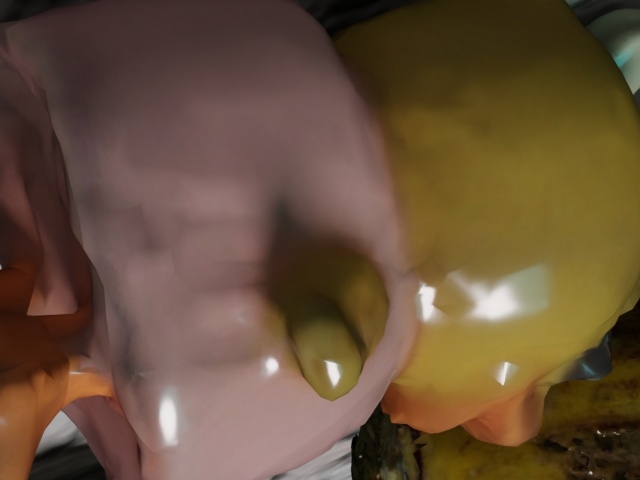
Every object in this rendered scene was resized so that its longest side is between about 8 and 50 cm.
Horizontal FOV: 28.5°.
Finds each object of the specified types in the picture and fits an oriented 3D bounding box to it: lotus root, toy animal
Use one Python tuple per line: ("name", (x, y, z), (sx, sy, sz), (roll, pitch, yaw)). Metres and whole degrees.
("lotus root", (0.197, 0.106, 0.707), (0.397, 0.179, 0.196), (-2, 164, -24))
("toy animal", (0.002, -0.004, 0.425), (0.281, 0.195, 0.169), (-4, 102, -26))

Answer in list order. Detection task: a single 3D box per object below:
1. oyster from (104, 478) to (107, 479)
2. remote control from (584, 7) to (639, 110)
("oyster", (-0.227, 0.196, 0.595), (0.351, 0.115, 0.238), (-20, 140, -19))
("remote control", (0.202, -0.044, 0.617), (0.309, 0.038, 0.090), (13, 131, -46))
